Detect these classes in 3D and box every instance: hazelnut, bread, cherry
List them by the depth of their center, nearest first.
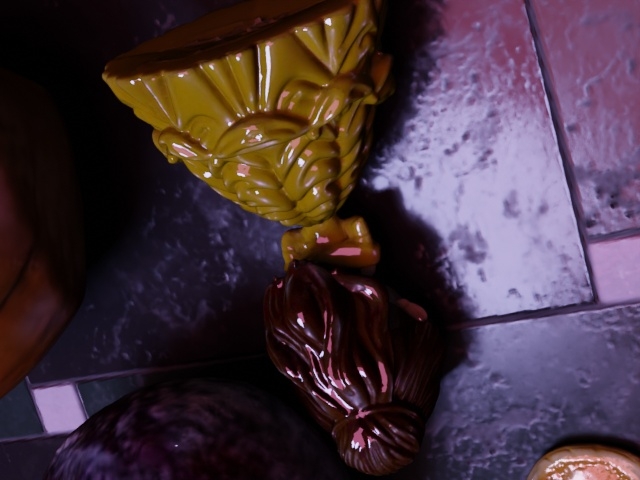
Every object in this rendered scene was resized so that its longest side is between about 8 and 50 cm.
[{"bbox_3d":[-0.337,0.009,0.769,0.315,0.372,0.372,42,118,-11],"label":"hazelnut"},{"bbox_3d":[0.199,0.195,0.804,0.110,0.024,0.110,7,111,18],"label":"bread"},{"bbox_3d":[-0.087,0.225,0.811,0.255,0.218,0.296,51,142,12],"label":"cherry"}]

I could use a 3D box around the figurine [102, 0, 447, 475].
[{"bbox_3d":[0.000,-0.002,0.762,0.187,0.168,0.315,-25,112,-13],"label":"figurine"}]
